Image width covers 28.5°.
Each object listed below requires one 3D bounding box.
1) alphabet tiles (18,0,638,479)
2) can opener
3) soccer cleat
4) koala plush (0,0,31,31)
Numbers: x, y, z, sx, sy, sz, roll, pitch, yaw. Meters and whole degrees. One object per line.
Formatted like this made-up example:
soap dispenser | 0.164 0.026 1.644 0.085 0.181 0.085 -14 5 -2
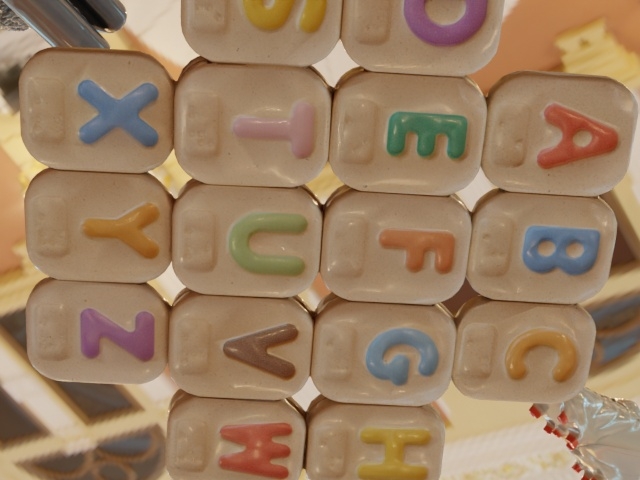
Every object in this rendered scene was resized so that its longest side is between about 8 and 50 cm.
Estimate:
alphabet tiles | 0.000 0.000 0.589 0.278 0.284 0.021 3 -156 -3
can opener | -0.225 -0.222 0.958 0.093 0.280 0.074 14 -108 24
soccer cleat | 0.236 0.154 1.081 0.076 0.196 0.068 -45 -135 -7
koala plush | -0.285 -0.294 1.227 0.196 0.203 0.221 -15 -125 40
